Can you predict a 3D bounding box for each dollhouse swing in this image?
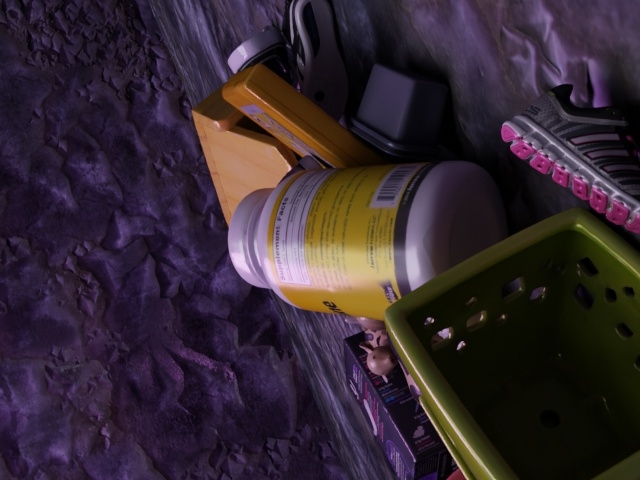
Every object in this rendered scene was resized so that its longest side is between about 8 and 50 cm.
[{"bbox_3d":[-0.095,-0.183,1.545,0.304,0.315,0.347,10,132,28],"label":"dollhouse swing"}]

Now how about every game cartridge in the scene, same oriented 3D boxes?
[{"bbox_3d":[-0.015,-0.159,0.998,0.285,0.053,0.323,35,-177,-17],"label":"game cartridge"}]

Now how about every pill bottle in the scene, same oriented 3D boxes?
[{"bbox_3d":[0.045,0.001,0.814,0.333,0.188,0.188,2,118,42],"label":"pill bottle"}]

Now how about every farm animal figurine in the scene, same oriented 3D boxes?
[{"bbox_3d":[0.132,0.131,0.987,0.330,0.172,0.327,82,160,-47],"label":"farm animal figurine"}]

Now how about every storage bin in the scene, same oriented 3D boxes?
[{"bbox_3d":[0.107,-0.165,0.822,0.135,0.098,0.091,49,129,55],"label":"storage bin"}]

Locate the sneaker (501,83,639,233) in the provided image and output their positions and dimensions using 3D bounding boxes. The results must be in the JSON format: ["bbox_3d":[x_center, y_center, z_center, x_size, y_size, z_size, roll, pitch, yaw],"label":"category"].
[{"bbox_3d":[0.233,-0.067,0.521,0.170,0.075,0.063,40,-177,20],"label":"sneaker"}]

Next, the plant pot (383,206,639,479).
[{"bbox_3d":[0.215,0.144,0.601,0.227,0.228,0.207,56,170,40],"label":"plant pot"}]

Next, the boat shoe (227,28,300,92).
[{"bbox_3d":[-0.097,-0.286,1.198,0.105,0.113,0.306,59,171,2],"label":"boat shoe"}]

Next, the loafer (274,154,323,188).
[{"bbox_3d":[0.008,-0.011,1.099,0.109,0.095,0.303,47,171,47],"label":"loafer"}]

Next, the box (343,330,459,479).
[{"bbox_3d":[0.163,0.297,1.191,0.165,0.143,0.270,85,159,-46],"label":"box"}]

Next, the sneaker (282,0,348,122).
[{"bbox_3d":[-0.012,-0.304,1.092,0.121,0.079,0.217,-128,28,-60],"label":"sneaker"}]

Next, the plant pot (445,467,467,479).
[{"bbox_3d":[0.274,0.415,0.758,0.243,0.274,0.275,27,139,54],"label":"plant pot"}]

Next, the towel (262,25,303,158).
[{"bbox_3d":[-0.053,-0.287,1.349,0.209,0.034,0.285,-127,20,-49],"label":"towel"}]
